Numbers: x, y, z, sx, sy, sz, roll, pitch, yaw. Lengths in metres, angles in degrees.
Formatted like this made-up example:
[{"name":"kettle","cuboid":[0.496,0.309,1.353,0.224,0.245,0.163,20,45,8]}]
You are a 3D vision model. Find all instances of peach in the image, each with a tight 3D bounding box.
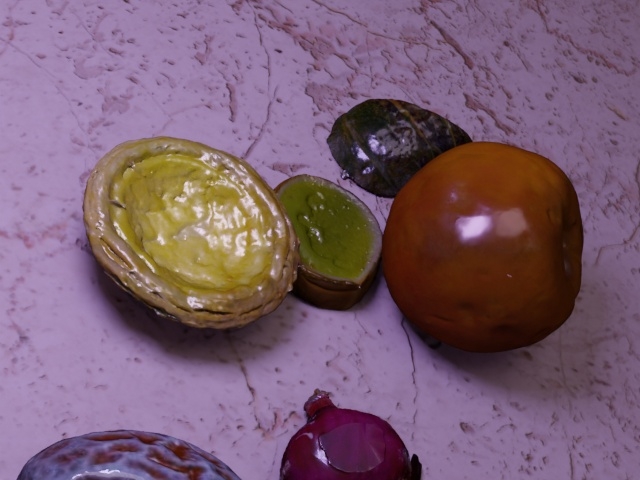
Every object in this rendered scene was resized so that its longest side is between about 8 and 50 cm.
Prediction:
[{"name":"peach","cuboid":[0.257,0.008,2.047,0.343,0.301,0.343,-3,90,-64]}]

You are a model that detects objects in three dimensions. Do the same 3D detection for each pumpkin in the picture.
[{"name":"pumpkin","cuboid":[0.156,-0.150,2.248,0.278,0.111,0.163,26,51,-11]}]

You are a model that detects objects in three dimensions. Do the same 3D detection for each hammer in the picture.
[{"name":"hammer","cuboid":[0.139,0.395,1.871,0.065,0.021,0.178,22,45,-14]}]

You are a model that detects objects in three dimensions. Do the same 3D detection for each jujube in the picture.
[{"name":"jujube","cuboid":[-0.218,0.357,1.559,0.308,0.215,0.246,5,54,-28]}]

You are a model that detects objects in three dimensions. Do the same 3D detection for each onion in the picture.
[{"name":"onion","cuboid":[0.031,0.296,1.816,0.195,0.140,0.218,-1,53,-22]}]

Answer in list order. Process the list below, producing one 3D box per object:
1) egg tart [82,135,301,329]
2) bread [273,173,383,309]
[{"name":"egg tart","cuboid":[-0.201,0.003,1.904,0.345,0.132,0.345,15,49,-18]},{"name":"bread","cuboid":[0.000,0.000,2.065,0.236,0.070,0.236,16,48,-19]}]
